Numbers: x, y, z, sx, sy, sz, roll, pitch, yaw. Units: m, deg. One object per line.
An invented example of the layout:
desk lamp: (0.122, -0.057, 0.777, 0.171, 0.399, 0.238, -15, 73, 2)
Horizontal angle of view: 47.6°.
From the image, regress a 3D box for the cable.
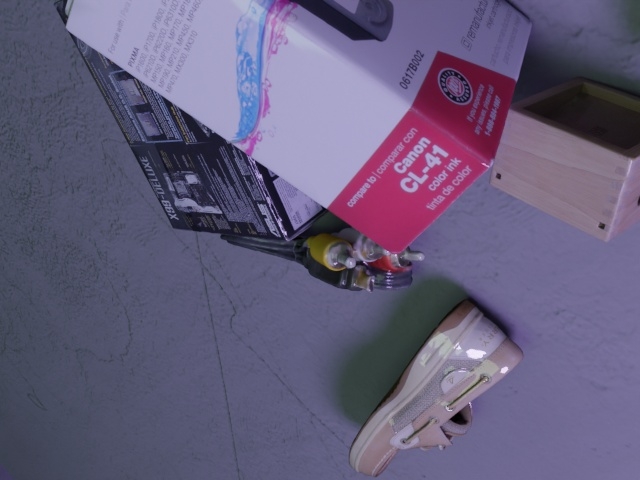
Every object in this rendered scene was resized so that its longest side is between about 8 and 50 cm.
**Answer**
cable: (0.000, 0.000, 0.842, 0.287, 0.139, 0.072, 22, 107, 51)

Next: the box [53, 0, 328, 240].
box: (-0.144, -0.150, 0.802, 0.242, 0.076, 0.307, 5, 127, 49)

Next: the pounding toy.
pounding toy: (0.234, -0.059, 0.590, 0.130, 0.141, 0.100, 34, 134, 37)

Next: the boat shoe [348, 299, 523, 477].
boat shoe: (0.126, 0.200, 0.845, 0.098, 0.109, 0.302, 38, 128, 14)

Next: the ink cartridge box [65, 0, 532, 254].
ink cartridge box: (-0.001, -0.170, 0.571, 0.306, 0.226, 0.131, 35, 137, -9)
